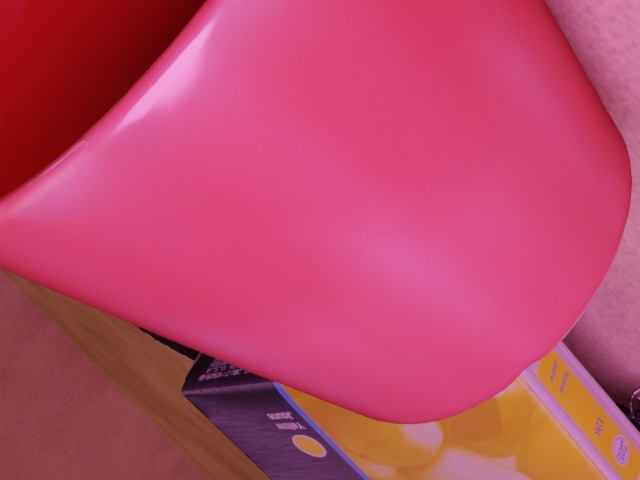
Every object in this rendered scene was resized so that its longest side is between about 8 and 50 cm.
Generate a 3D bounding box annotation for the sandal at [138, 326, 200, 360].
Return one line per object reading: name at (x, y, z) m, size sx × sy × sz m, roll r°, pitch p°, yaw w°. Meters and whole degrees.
sandal at (-0.090, 0.047, 1.249) m, size 0.168 × 0.107 × 0.446 m, roll -12°, pitch 144°, yaw 31°

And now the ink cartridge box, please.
ink cartridge box at (0.098, 0.170, 0.937) m, size 0.304 × 0.072 × 0.307 m, roll -14°, pitch 126°, yaw 43°

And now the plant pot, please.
plant pot at (-0.006, -0.055, 0.590) m, size 0.243 × 0.275 × 0.275 m, roll 39°, pitch 167°, yaw -31°

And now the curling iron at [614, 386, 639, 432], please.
curling iron at (0.130, 0.107, 0.922) m, size 0.274 × 0.035 × 0.068 m, roll 12°, pitch 143°, yaw 22°
